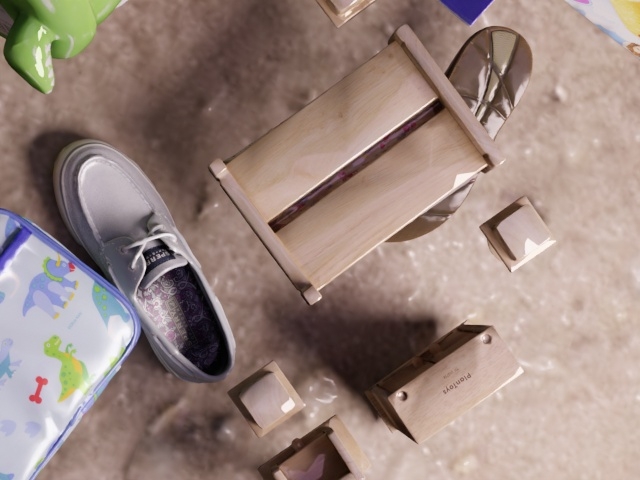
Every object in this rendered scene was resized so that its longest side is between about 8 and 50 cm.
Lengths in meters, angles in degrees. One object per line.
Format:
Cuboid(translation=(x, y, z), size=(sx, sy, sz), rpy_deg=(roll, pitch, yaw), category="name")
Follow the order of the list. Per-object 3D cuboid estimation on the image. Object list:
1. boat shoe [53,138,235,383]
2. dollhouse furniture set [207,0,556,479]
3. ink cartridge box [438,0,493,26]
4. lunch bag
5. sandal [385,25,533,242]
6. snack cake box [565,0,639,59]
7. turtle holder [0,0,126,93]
Cuboid(translation=(-0.133, 0.017, 1.315), size=(0.079, 0.081, 0.228), rpy_deg=(-35, 106, -19), category="boat shoe")
Cuboid(translation=(0.000, 0.000, 1.363), size=(0.303, 0.174, 0.356), rpy_deg=(-35, 89, -4), category="dollhouse furniture set")
Cuboid(translation=(0.130, -0.303, 1.327), size=(0.208, 0.206, 0.045), rpy_deg=(-46, 138, 4), category="ink cartridge box")
Cuboid(translation=(-0.263, 0.093, 1.259), size=(0.176, 0.090, 0.219), rpy_deg=(43, 75, -17), category="lunch bag")
Cuboid(translation=(0.102, -0.092, 1.423), size=(0.090, 0.060, 0.219), rpy_deg=(29, 98, -15), category="sandal")
Cuboid(translation=(0.264, -0.261, 1.443), size=(0.264, 0.152, 0.089), rpy_deg=(33, 77, -21), category="snack cake box")
Cuboid(translation=(-0.243, -0.286, 1.155), size=(0.320, 0.243, 0.227), rpy_deg=(45, 75, -28), category="turtle holder")
